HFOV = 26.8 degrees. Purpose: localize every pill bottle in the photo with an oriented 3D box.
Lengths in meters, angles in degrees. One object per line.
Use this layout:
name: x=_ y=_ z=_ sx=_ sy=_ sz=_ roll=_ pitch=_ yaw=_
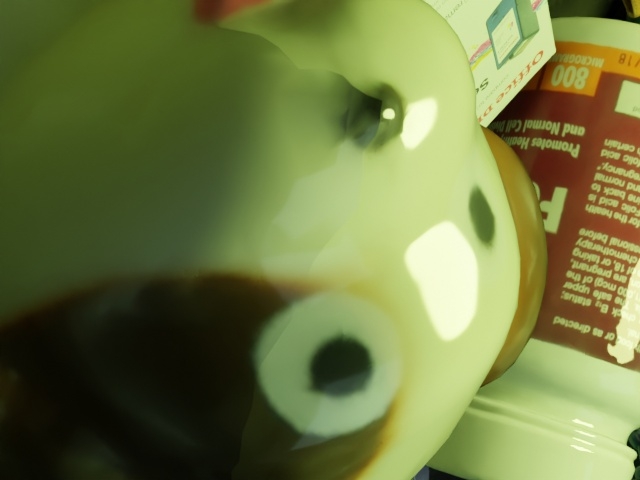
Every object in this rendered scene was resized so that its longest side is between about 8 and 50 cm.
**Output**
pill bottle: x=0.216 y=0.028 z=1.157 sx=0.224 sy=0.224 sz=0.392 roll=34 pitch=72 yaw=-62

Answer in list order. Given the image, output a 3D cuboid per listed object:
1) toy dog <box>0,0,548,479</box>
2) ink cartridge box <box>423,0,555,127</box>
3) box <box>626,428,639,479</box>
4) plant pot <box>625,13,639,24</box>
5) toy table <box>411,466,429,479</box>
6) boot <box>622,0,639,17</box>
toy dog: x=-0.109 y=-0.059 z=0.501 sx=0.284 sy=0.408 sz=0.395 roll=-22 pitch=141 yaw=-41
ink cartridge box: x=0.087 y=-0.164 z=1.005 sx=0.154 sy=0.093 sz=0.212 roll=-46 pitch=155 yaw=-8
box: x=0.448 y=0.158 z=1.520 sx=0.212 sy=0.293 sz=0.395 roll=-28 pitch=-173 yaw=-37
plant pot: x=0.463 y=-0.139 z=1.295 sx=0.271 sy=0.255 sz=0.271 roll=-11 pitch=162 yaw=-4
toy table: x=-0.030 y=0.268 z=1.228 sx=0.161 sy=0.252 sz=0.274 roll=-35 pitch=157 yaw=-49
boot: x=0.305 y=-0.341 z=1.090 sx=0.211 sy=0.104 sz=0.295 roll=-18 pitch=112 yaw=2
